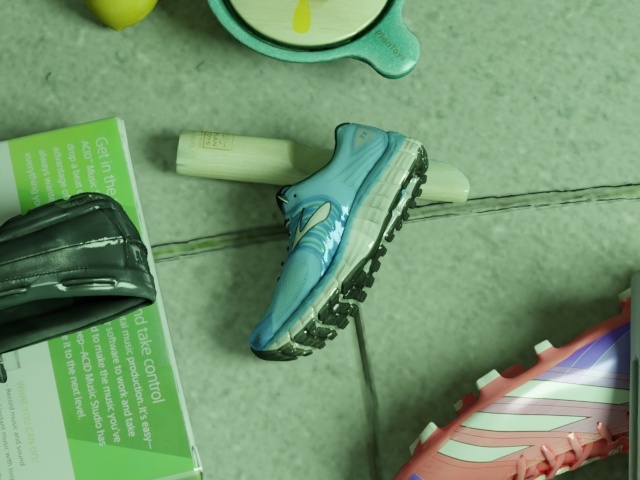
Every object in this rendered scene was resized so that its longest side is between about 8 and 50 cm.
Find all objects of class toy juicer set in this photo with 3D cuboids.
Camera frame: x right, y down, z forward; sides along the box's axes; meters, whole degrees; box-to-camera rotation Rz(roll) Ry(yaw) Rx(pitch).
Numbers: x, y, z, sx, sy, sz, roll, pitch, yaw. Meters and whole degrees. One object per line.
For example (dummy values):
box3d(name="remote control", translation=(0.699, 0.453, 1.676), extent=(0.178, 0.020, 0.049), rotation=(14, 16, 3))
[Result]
box3d(name="toy juicer set", translation=(-0.045, -0.161, 1.053), extent=(0.209, 0.089, 0.329), rotation=(-14, 73, -6))

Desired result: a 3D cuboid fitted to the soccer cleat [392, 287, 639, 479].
box3d(name="soccer cleat", translation=(0.158, 0.099, 0.978), extent=(0.248, 0.083, 0.095), rotation=(-32, 79, -14))

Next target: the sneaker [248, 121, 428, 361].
box3d(name="sneaker", translation=(0.000, 0.000, 1.012), extent=(0.073, 0.063, 0.162), rotation=(29, 83, 18))

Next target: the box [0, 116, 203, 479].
box3d(name="box", translation=(-0.249, 0.071, 0.988), extent=(0.322, 0.058, 0.232), rotation=(-13, 72, -4))

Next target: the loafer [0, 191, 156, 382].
box3d(name="loafer", translation=(-0.200, 0.046, 0.927), extent=(0.223, 0.076, 0.078), rotation=(-23, 66, -13))

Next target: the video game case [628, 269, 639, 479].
box3d(name="video game case", translation=(0.279, 0.119, 0.959), extent=(0.212, 0.023, 0.193), rotation=(3, 84, -13))
